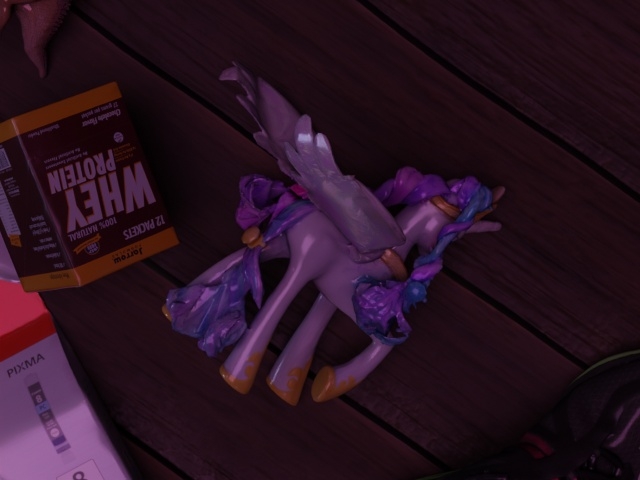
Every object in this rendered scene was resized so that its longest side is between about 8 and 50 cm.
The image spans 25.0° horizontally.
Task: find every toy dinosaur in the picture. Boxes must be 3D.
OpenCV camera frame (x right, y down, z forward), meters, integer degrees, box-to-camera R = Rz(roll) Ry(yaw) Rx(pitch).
[{"bbox_3d":[-0.337,-0.336,1.651,0.200,0.127,0.295,-20,102,2],"label":"toy dinosaur"}]

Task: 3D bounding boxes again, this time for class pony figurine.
[{"bbox_3d":[0.000,0.000,1.614,0.363,0.303,0.351,-47,124,8],"label":"pony figurine"}]

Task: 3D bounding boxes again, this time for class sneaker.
[{"bbox_3d":[0.258,0.293,1.639,0.483,0.202,0.185,-35,94,10],"label":"sneaker"}]

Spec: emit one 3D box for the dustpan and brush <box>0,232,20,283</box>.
[{"bbox_3d":[-0.410,-0.015,1.722,0.211,0.060,0.147,-4,85,-20],"label":"dustpan and brush"}]

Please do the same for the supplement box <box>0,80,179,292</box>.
[{"bbox_3d":[-0.284,-0.055,1.632,0.129,0.191,0.194,-25,98,-29],"label":"supplement box"}]

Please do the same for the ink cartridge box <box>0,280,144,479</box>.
[{"bbox_3d":[-0.434,0.215,1.739,0.308,0.091,0.385,-28,96,1],"label":"ink cartridge box"}]
